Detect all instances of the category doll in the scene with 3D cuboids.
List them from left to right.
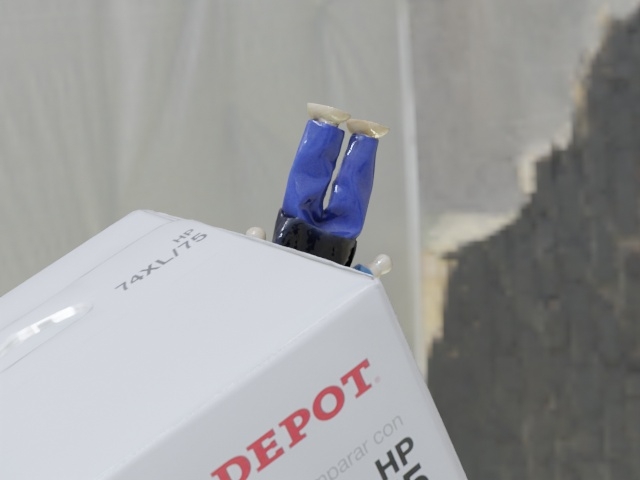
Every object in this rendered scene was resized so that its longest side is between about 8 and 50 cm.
[{"bbox_3d":[0.000,0.000,1.278,0.129,0.046,0.189,18,-91,-33],"label":"doll"}]

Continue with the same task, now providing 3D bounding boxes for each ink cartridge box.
[{"bbox_3d":[-0.053,0.158,0.715,0.198,0.197,0.270,-35,-64,-23],"label":"ink cartridge box"}]
